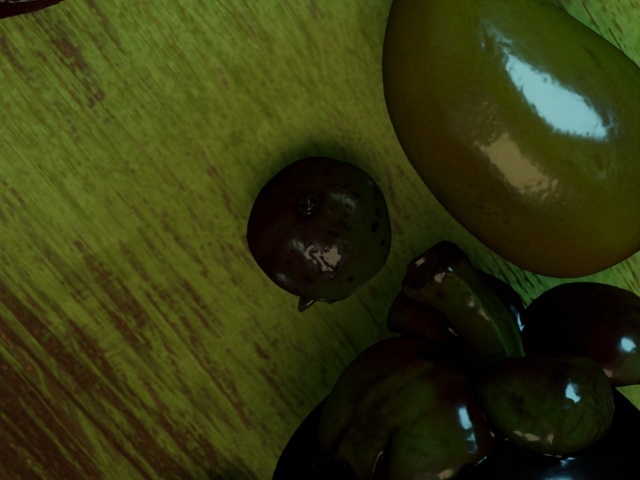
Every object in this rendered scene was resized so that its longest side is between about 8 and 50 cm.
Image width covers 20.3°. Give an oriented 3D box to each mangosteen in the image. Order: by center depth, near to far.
[{"bbox_3d":[0.141,0.210,1.594,0.382,0.382,0.435,2,96,-6],"label":"mangosteen"}]

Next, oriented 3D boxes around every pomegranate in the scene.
[{"bbox_3d":[-0.005,-0.006,1.580,0.129,0.129,0.159,14,163,-13],"label":"pomegranate"}]

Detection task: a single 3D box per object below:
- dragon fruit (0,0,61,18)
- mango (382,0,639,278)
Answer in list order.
[{"bbox_3d":[-0.330,-0.227,1.396,0.261,0.163,0.189,-8,156,-4],"label":"dragon fruit"},{"bbox_3d":[0.170,-0.101,1.477,0.317,0.211,0.173,44,151,-21],"label":"mango"}]
